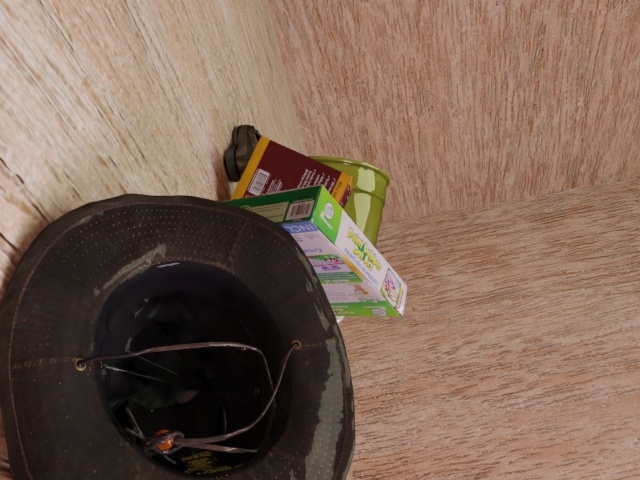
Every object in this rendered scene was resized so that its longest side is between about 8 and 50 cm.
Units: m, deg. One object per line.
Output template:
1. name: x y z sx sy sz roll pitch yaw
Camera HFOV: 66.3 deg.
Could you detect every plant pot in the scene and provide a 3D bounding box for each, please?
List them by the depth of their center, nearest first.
1. plant pot: 0.000 0.000 1.333 0.366 0.367 0.352 56 36 -78

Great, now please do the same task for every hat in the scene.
1. hat: -0.124 0.121 0.456 0.134 0.331 0.331 -45 -137 46

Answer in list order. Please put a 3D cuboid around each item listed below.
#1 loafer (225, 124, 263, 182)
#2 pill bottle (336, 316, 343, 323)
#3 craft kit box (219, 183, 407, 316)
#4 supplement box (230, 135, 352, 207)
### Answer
1. loafer: -0.161 -0.211 1.162 0.267 0.084 0.096 -91 170 -60
2. pill bottle: -0.020 0.147 1.071 0.208 0.119 0.119 126 -43 -70
3. craft kit box: -0.045 0.032 0.660 0.246 0.250 0.061 49 47 -43
4. supplement box: -0.060 -0.074 0.988 0.191 0.194 0.129 -64 174 -1
